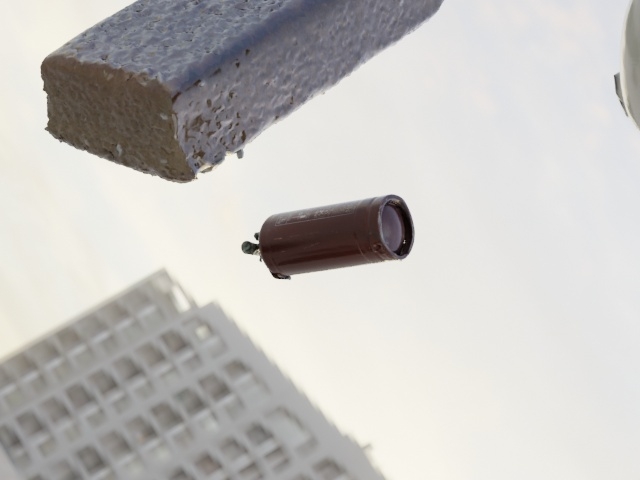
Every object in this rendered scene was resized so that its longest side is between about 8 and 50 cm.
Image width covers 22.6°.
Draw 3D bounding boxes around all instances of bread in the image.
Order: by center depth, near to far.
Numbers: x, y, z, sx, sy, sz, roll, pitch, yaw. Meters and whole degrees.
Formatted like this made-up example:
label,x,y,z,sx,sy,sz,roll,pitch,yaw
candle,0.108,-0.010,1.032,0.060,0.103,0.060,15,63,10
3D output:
label,x,y,z,sx,sy,sz,roll,pitch,yaw
bread,-0.057,-0.193,1.484,0.165,0.416,0.113,22,-49,31

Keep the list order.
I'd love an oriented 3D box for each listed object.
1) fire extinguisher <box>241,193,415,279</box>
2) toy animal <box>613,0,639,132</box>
label,x,y,z,sx,sy,sz,roll,pitch,yaw
fire extinguisher,0.000,0.000,2.259,0.269,0.105,0.105,-10,-66,35
toy animal,0.348,-0.123,1.179,0.251,0.251,0.310,63,-5,-10
